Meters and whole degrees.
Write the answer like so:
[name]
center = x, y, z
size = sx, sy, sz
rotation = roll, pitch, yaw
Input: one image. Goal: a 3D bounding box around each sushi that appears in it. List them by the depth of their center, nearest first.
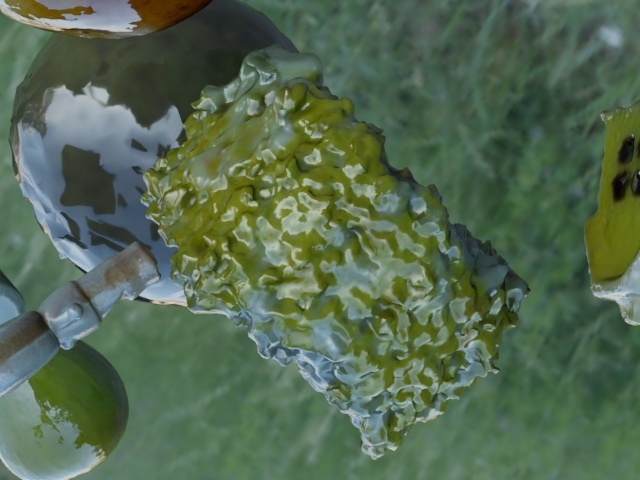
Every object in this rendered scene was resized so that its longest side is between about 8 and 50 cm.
[sushi]
center = 0.000, 0.000, 1.620
size = 0.351, 0.240, 0.396
rotation = 45, -179, -22

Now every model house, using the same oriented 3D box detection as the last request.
[model house]
center = 0.374, -0.015, 1.709
size = 0.193, 0.234, 0.175
rotation = 18, 172, -24

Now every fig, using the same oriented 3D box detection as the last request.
[fig]
center = -0.379, 0.224, 2.410
size = 0.207, 0.207, 0.230
rotation = -30, 82, 61

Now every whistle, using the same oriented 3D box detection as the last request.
[whistle]
center = -0.226, 0.073, 1.364
size = 0.057, 0.220, 0.107
rotation = 56, 168, -4

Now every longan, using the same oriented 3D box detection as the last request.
[longan]
center = -0.180, -0.111, 1.991
size = 0.391, 0.391, 0.391
rotation = 25, 153, 14

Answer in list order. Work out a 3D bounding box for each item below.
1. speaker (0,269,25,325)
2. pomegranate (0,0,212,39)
[speaker]
center = -0.515, 0.055, 1.665
size = 0.406, 0.183, 0.184
rotation = 7, -150, -39
[pomegranate]
center = -0.191, -0.341, 1.519
size = 0.319, 0.319, 0.319
rotation = 25, 153, 14
